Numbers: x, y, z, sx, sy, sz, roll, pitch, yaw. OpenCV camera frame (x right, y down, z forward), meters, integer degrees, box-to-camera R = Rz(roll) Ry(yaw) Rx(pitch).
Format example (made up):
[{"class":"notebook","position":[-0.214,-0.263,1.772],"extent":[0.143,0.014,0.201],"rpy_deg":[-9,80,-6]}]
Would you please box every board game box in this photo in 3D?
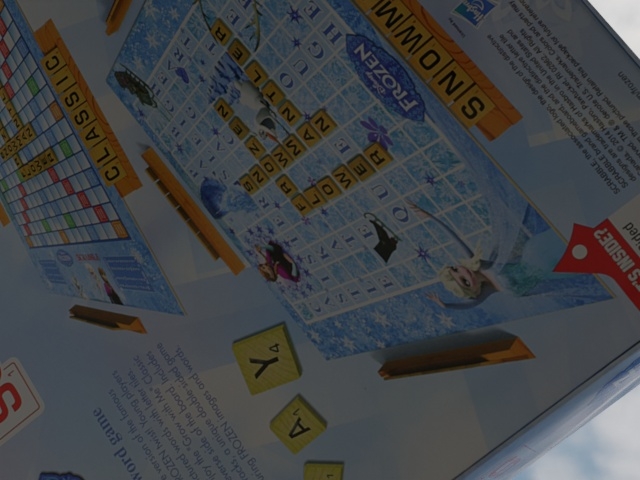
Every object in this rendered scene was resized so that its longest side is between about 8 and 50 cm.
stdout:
[{"class":"board game box","position":[-0.037,-0.018,0.585],"extent":[0.318,0.066,0.318],"rpy_deg":[-37,-112,6]}]
